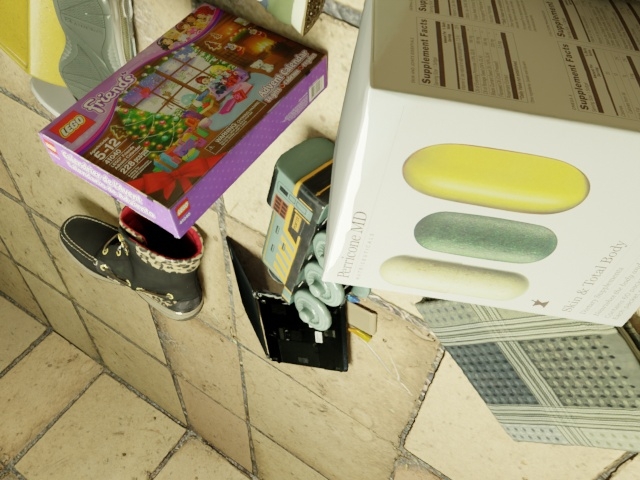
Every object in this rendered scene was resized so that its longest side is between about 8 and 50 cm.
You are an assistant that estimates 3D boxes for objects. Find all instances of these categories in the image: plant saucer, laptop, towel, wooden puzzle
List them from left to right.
[{"bbox_3d":[-0.532,-0.436,1.022,0.333,0.081,0.333,43,147,-2],"label":"plant saucer"},{"bbox_3d":[-0.066,0.131,1.245,0.264,0.137,0.234,6,139,11],"label":"laptop"},{"bbox_3d":[0.069,0.138,1.129,0.078,0.014,0.116,26,145,15],"label":"wooden puzzle"},{"bbox_3d":[0.327,0.177,0.885,0.312,0.056,0.324,53,148,-12],"label":"towel"}]

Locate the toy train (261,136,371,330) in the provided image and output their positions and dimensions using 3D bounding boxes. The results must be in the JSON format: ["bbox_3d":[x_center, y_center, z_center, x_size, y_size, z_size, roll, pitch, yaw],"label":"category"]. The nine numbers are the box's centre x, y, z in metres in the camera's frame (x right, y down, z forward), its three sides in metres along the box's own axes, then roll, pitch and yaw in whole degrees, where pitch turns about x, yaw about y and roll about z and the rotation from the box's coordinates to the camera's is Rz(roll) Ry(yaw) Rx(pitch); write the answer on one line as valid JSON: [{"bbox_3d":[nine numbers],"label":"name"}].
[{"bbox_3d":[0.000,0.000,0.940,0.190,0.142,0.334,46,151,16],"label":"toy train"}]

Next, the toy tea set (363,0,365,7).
[{"bbox_3d":[0.111,-0.163,0.630,0.199,0.124,0.336,19,141,31],"label":"toy tea set"}]

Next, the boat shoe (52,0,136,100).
[{"bbox_3d":[-0.338,-0.313,0.963,0.118,0.103,0.320,20,152,-2],"label":"boat shoe"}]

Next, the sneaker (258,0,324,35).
[{"bbox_3d":[-0.033,-0.312,0.659,0.086,0.064,0.192,31,149,7],"label":"sneaker"}]

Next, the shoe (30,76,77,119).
[{"bbox_3d":[-0.504,-0.244,1.230,0.178,0.063,0.081,45,142,-12],"label":"shoe"}]

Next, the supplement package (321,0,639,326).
[{"bbox_3d":[0.150,-0.079,0.515,0.262,0.198,0.199,9,138,-3],"label":"supplement package"}]

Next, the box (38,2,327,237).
[{"bbox_3d":[-0.154,-0.160,0.751,0.200,0.293,0.057,28,150,19],"label":"box"}]

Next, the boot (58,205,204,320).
[{"bbox_3d":[-0.411,0.008,1.359,0.377,0.138,0.284,34,148,4],"label":"boot"}]
